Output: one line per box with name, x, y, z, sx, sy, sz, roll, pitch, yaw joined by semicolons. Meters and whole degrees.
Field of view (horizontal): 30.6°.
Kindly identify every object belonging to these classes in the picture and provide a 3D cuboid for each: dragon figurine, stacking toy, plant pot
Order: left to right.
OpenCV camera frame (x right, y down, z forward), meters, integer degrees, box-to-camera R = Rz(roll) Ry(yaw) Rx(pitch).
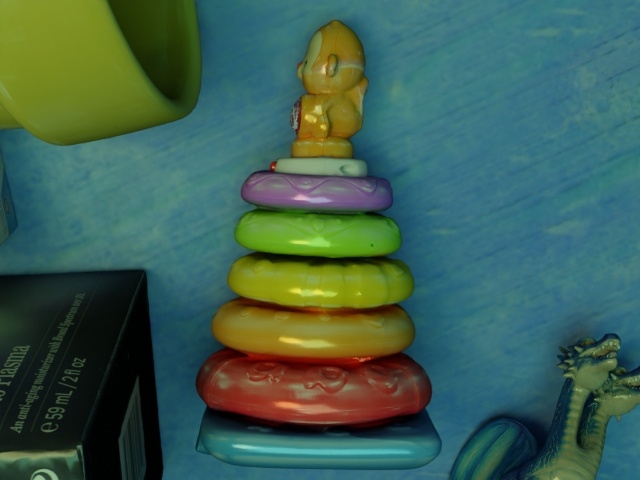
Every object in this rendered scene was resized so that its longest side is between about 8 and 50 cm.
plant pot;-0.221;-0.165;0.689;0.239;0.254;0.254;-14;106;8
stacking toy;0.000;0.000;0.805;0.166;0.175;0.301;2;95;-1
dragon figurine;0.150;0.195;0.886;0.085;0.144;0.289;32;122;-12

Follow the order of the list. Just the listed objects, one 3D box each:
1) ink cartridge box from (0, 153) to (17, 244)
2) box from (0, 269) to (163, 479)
ink cartridge box;-0.270;-0.025;0.778;0.090;0.143;0.092;-9;106;1
box;-0.266;0.147;0.748;0.294;0.296;0.182;-3;107;-1
